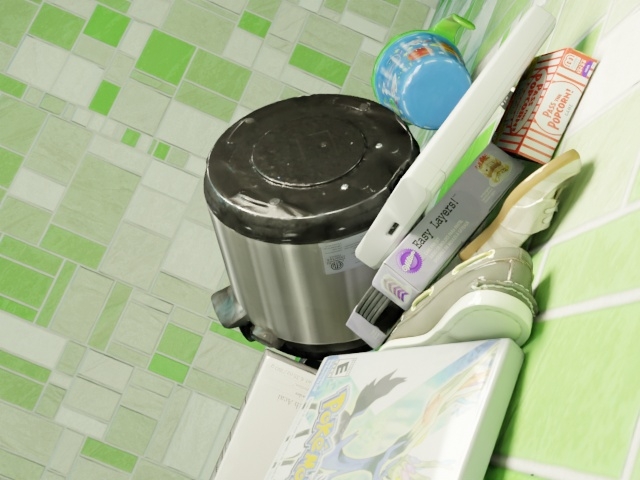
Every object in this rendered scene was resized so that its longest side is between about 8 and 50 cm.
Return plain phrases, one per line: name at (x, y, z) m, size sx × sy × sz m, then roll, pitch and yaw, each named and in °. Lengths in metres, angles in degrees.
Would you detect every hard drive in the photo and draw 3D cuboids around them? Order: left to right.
hard drive at (0.184, -0.138, 1.049) m, size 0.353 × 0.047 × 0.233 m, roll -52°, pitch -5°, yaw -28°

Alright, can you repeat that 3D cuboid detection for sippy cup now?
sippy cup at (0.250, -0.361, 1.786) m, size 0.224 × 0.240 × 0.305 m, roll -101°, pitch 2°, yaw -67°

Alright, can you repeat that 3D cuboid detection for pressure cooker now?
pressure cooker at (0.001, 0.004, 1.347) m, size 0.420 × 0.370 × 0.375 m, roll 79°, pitch -152°, yaw -42°

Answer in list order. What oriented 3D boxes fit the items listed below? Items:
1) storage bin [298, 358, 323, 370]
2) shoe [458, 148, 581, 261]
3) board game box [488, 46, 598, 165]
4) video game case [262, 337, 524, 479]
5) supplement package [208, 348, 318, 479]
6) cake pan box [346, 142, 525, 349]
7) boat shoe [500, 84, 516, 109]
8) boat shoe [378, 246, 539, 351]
storage bin at (-0.016, 0.362, 1.748) m, size 0.084 × 0.122 × 0.180 m, roll 132°, pitch 161°, yaw -80°
shoe at (0.242, -0.026, 0.899) m, size 0.077 × 0.058 × 0.219 m, roll -30°, pitch -17°, yaw -36°
board game box at (0.300, -0.183, 1.054) m, size 0.193 × 0.045 × 0.146 m, roll -88°, pitch 21°, yaw -81°
video game case at (0.041, 0.253, 0.808) m, size 0.300 × 0.036 × 0.329 m, roll -16°, pitch 36°, yaw 48°
supplement package at (-0.066, 0.348, 1.242) m, size 0.175 × 0.178 × 0.292 m, roll 143°, pitch 150°, yaw -84°
cake pan box at (0.154, 0.018, 1.084) m, size 0.267 × 0.070 × 0.245 m, roll -47°, pitch -11°, yaw -24°
boat shoe at (0.313, -0.252, 1.298) m, size 0.042 × 0.049 × 0.133 m, roll -57°, pitch 11°, yaw 23°
boat shoe at (0.156, 0.103, 0.912) m, size 0.305 × 0.109 × 0.091 m, roll -50°, pitch 15°, yaw 58°
